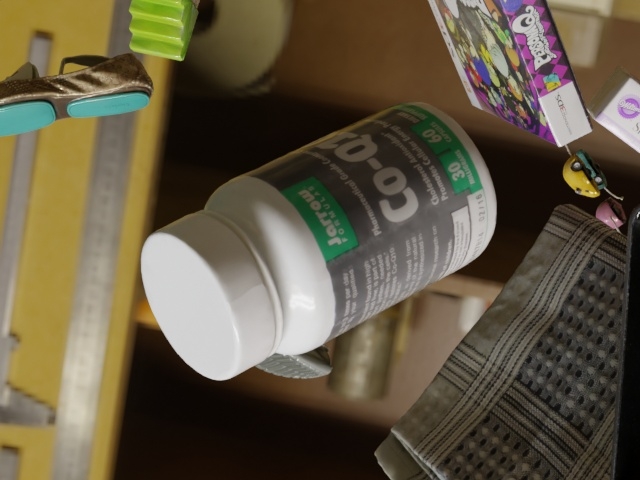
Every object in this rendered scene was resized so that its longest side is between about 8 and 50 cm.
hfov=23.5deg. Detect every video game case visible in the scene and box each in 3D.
[{"bbox_3d":[0.152,-0.203,1.392,0.042,0.210,0.232,-28,-161,-6],"label":"video game case"}]

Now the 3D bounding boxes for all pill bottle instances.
[{"bbox_3d":[0.000,0.000,1.671,0.361,0.204,0.204,-28,-149,-32],"label":"pill bottle"}]

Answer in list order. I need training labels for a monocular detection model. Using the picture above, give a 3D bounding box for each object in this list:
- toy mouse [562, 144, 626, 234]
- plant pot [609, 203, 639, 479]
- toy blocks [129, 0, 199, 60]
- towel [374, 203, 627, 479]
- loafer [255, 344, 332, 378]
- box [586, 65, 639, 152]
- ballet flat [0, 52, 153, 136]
[{"bbox_3d":[0.356,-0.062,1.984,0.143,0.031,0.161,16,-136,-60],"label":"toy mouse"},{"bbox_3d":[0.297,0.077,0.894,0.167,0.187,0.188,10,172,-31],"label":"plant pot"},{"bbox_3d":[-0.136,-0.371,1.230,0.190,0.381,0.261,13,170,13],"label":"toy blocks"},{"bbox_3d":[0.201,0.147,1.343,0.056,0.324,0.312,32,-173,-36],"label":"towel"},{"bbox_3d":[-0.078,0.083,1.824,0.251,0.087,0.094,36,151,-28],"label":"loafer"},{"bbox_3d":[0.450,-0.079,1.763,0.324,0.067,0.063,35,-165,-13],"label":"box"},{"bbox_3d":[-0.283,-0.160,1.638,0.206,0.067,0.073,-10,158,-12],"label":"ballet flat"}]
